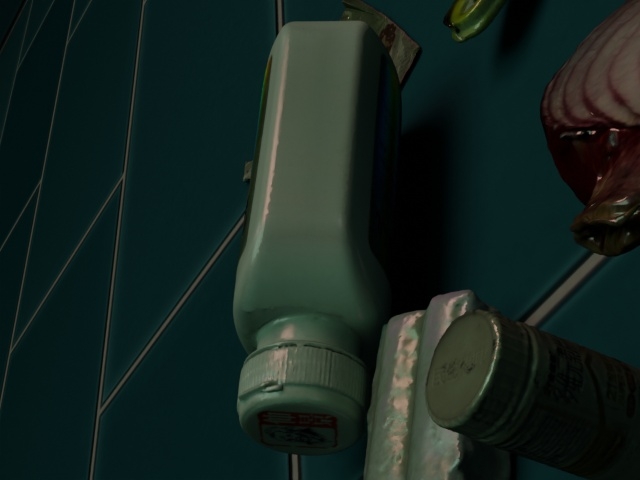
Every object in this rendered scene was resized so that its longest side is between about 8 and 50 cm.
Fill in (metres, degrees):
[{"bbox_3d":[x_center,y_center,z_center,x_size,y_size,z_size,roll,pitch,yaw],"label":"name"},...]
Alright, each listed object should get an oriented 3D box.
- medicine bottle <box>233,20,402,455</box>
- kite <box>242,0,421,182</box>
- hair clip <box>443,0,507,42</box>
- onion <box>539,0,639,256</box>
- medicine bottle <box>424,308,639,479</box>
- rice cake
[{"bbox_3d":[0.000,0.000,0.679,0.121,0.083,0.229,82,-170,-54],"label":"medicine bottle"},{"bbox_3d":[-0.001,-0.080,0.884,0.250,0.012,0.229,-32,40,57],"label":"kite"},{"bbox_3d":[0.116,-0.191,0.689,0.060,0.033,0.188,2,69,64],"label":"hair clip"},{"bbox_3d":[0.151,-0.031,0.369,0.151,0.098,0.206,-49,17,-15],"label":"onion"},{"bbox_3d":[0.084,0.059,0.462,0.047,0.083,0.047,-49,28,39],"label":"medicine bottle"},{"bbox_3d":[0.046,0.127,0.543,0.085,0.040,0.226,-39,36,50],"label":"rice cake"}]
